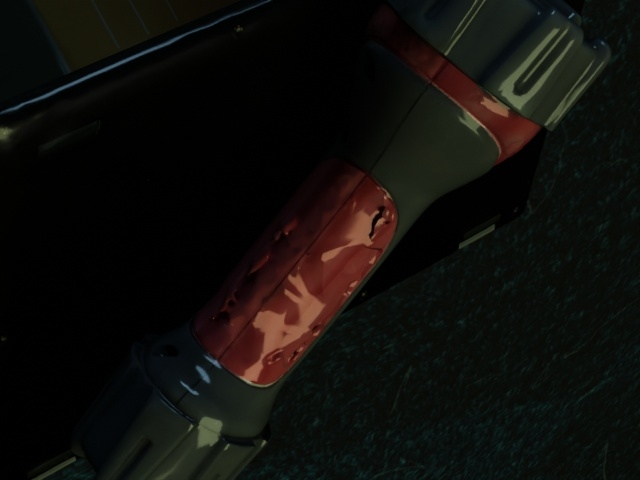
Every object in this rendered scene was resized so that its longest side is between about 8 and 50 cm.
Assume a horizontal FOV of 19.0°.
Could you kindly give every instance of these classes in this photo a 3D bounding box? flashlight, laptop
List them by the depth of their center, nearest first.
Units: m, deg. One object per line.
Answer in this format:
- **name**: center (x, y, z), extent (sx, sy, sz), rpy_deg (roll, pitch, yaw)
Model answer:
- **flashlight**: center (0.000, 0.000, 0.873), extent (0.103, 0.103, 0.304), rpy_deg (31, 104, -35)
- **laptop**: center (-0.088, -0.049, 1.044), extent (0.382, 0.236, 0.408), rpy_deg (-28, 148, -31)

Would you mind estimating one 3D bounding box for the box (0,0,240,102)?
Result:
- **box**: center (-0.047, -0.208, 1.009), extent (0.345, 0.215, 0.168), rpy_deg (-29, 176, -24)
